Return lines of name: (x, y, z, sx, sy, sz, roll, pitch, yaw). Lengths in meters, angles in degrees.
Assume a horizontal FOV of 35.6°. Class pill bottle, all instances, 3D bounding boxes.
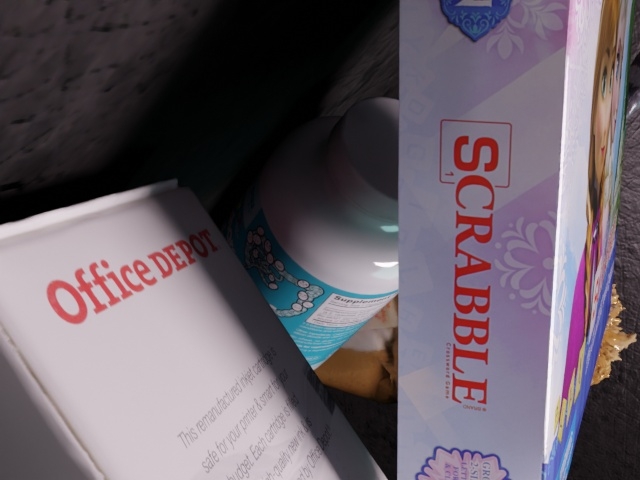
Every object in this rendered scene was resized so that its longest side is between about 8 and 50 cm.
pill bottle: (0.000, 0.000, 0.792, 0.146, 0.146, 0.264, -44, 176, -40)

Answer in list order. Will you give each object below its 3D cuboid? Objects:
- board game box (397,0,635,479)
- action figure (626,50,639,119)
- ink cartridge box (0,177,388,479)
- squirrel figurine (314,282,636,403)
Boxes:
board game box: (0.111, -0.058, 0.500, 0.318, 0.065, 0.318, -42, 134, -62)
action figure: (0.348, -0.265, 0.916, 0.330, 0.179, 0.341, -32, -159, -15)
ink cartridge box: (-0.051, 0.130, 0.406, 0.117, 0.283, 0.207, -34, 180, 15)
squirrel figurine: (0.149, 0.049, 1.155, 0.281, 0.397, 0.370, -52, 166, 28)
